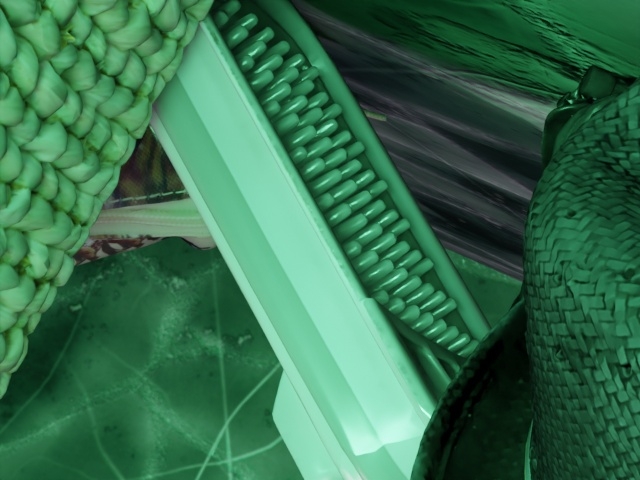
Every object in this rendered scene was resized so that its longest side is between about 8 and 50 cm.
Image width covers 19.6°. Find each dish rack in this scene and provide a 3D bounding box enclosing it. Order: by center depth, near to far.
[{"bbox_3d":[0.000,0.000,0.858,0.332,0.072,0.285,61,-169,17],"label":"dish rack"}]

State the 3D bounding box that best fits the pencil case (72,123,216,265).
[{"bbox_3d":[-0.245,-0.024,1.028,0.160,0.410,0.183,103,146,-53],"label":"pencil case"}]

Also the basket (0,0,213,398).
[{"bbox_3d":[-0.218,-0.099,0.589,0.331,0.266,0.328,23,177,4],"label":"basket"}]

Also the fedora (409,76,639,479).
[{"bbox_3d":[0.165,0.041,0.513,0.334,0.334,0.152,23,147,42],"label":"fedora"}]

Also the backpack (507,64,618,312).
[{"bbox_3d":[0.160,0.015,0.859,0.115,0.152,0.182,19,-178,23],"label":"backpack"}]

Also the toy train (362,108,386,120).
[{"bbox_3d":[-0.062,-0.060,1.265,0.248,0.143,0.105,22,172,-36],"label":"toy train"}]
